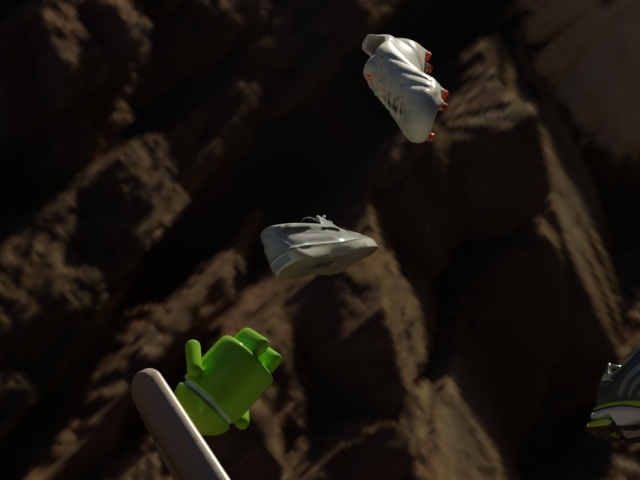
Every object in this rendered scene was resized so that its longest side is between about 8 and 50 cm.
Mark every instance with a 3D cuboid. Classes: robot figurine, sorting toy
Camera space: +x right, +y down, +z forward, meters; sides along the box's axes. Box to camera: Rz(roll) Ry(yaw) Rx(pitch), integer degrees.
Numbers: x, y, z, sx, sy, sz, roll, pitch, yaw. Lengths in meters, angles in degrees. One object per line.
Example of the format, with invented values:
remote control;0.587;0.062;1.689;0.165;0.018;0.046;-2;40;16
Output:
robot figurine;-0.092;0.138;1.379;0.115;0.101;0.067;-47;40;-12
sorting toy;-0.057;0.206;0.966;0.038;0.208;0.193;-25;36;-15

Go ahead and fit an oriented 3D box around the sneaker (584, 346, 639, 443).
sneaker;0.478;0.199;1.996;0.300;0.111;0.121;-24;54;54

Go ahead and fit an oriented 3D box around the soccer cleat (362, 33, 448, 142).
soccer cleat;0.082;-0.158;1.492;0.196;0.076;0.068;-97;27;-60

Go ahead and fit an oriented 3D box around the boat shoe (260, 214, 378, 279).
boat shoe;-0.001;0.001;2.023;0.079;0.081;0.227;-36;-17;30
